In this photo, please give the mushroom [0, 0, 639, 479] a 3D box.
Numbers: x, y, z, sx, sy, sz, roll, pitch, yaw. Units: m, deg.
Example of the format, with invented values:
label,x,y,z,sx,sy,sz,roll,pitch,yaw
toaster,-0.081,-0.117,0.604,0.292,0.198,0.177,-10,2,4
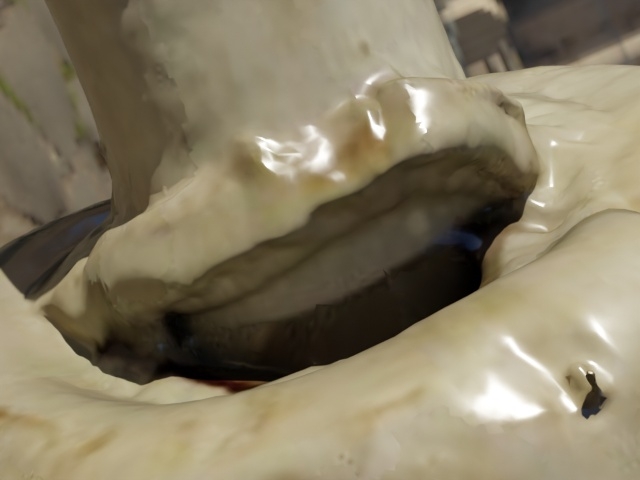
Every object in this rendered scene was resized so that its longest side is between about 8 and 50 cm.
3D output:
label,x,y,z,sx,sy,sz,roll,pitch,yaw
mushroom,0.000,0.000,0.492,0.292,0.292,0.290,-84,157,-68
